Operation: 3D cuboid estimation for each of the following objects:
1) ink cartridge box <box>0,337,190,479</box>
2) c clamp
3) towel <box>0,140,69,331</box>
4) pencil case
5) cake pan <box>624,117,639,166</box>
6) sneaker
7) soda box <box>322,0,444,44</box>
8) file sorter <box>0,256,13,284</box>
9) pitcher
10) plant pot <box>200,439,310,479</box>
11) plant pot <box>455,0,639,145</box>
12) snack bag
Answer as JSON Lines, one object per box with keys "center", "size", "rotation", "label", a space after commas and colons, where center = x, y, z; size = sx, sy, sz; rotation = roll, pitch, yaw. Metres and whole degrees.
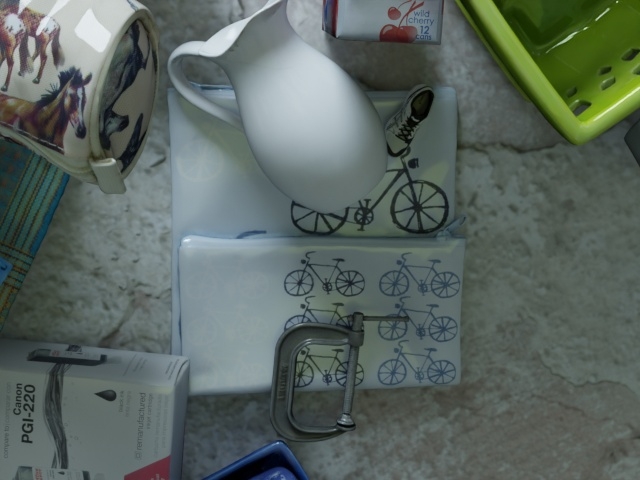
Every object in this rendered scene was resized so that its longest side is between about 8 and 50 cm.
{"center": [-0.255, 0.196, 1.162], "size": [0.217, 0.092, 0.159], "rotation": [6, 104, 2], "label": "ink cartridge box"}
{"center": [0.014, 0.149, 1.196], "size": [0.137, 0.022, 0.161], "rotation": [9, 105, -10], "label": "c clamp"}
{"center": [-0.423, 0.009, 1.071], "size": [0.271, 0.040, 0.370], "rotation": [24, 79, -13], "label": "towel"}
{"center": [-0.333, -0.170, 0.936], "size": [0.410, 0.160, 0.184], "rotation": [17, 72, 2], "label": "pencil case"}
{"center": [0.399, -0.162, 1.038], "size": [0.293, 0.293, 0.054], "rotation": [-41, 81, 5], "label": "cake pan"}
{"center": [0.090, -0.123, 1.137], "size": [0.031, 0.037, 0.083], "rotation": [25, 96, -11], "label": "sneaker"}
{"center": [0.053, -0.226, 1.013], "size": [0.092, 0.263, 0.084], "rotation": [2, 103, -3], "label": "soda box"}
{"center": [-0.376, 0.062, 1.010], "size": [0.118, 0.104, 0.170], "rotation": [33, 78, -13], "label": "file sorter"}
{"center": [-0.043, -0.126, 1.086], "size": [0.177, 0.125, 0.207], "rotation": [-15, 120, 42], "label": "pitcher"}
{"center": [-0.075, 0.368, 1.177], "size": [0.236, 0.212, 0.236], "rotation": [-29, 106, 1], "label": "plant pot"}
{"center": [0.241, -0.255, 1.059], "size": [0.227, 0.207, 0.228], "rotation": [-37, 105, 4], "label": "plant pot"}
{"center": [0.000, 0.000, 1.184], "size": [0.322, 0.037, 0.343], "rotation": [0, 104, -6], "label": "snack bag"}
